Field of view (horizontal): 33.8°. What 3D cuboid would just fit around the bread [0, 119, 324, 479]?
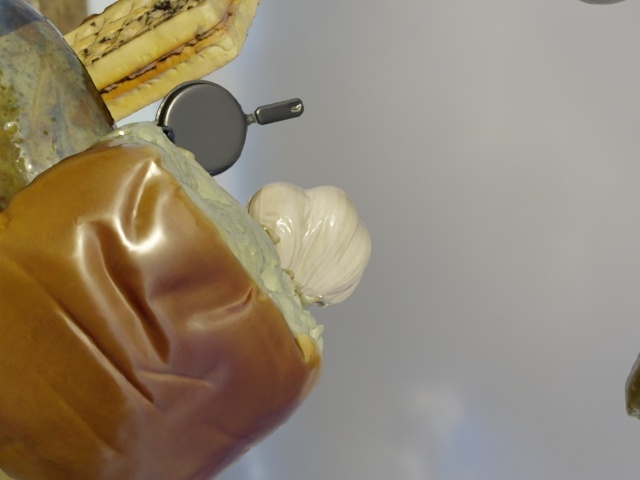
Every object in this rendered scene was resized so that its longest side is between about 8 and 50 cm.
[{"bbox_3d":[-0.150,0.063,0.794,0.279,0.250,0.225,50,8,-25],"label":"bread"}]

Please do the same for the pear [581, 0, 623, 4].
[{"bbox_3d":[0.381,-0.425,1.439,0.209,0.209,0.209,176,-90,-78],"label":"pear"}]

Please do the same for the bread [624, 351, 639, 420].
[{"bbox_3d":[0.590,0.241,1.345,0.394,0.250,0.361,18,-21,42],"label":"bread"}]

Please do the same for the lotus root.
[{"bbox_3d":[-0.415,-0.168,1.375,0.346,0.250,0.250,59,-19,13],"label":"lotus root"}]

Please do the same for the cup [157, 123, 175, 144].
[{"bbox_3d":[-0.229,-0.037,1.242,0.176,0.169,0.223,37,68,-77],"label":"cup"}]

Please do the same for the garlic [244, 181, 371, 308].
[{"bbox_3d":[0.000,0.000,1.584,0.229,0.142,0.178,40,37,-43],"label":"garlic"}]

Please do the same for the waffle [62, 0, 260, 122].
[{"bbox_3d":[-0.279,-0.293,1.615,0.114,0.376,0.261,57,24,-26],"label":"waffle"}]

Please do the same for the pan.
[{"bbox_3d":[-0.120,-0.167,1.476,0.028,0.235,0.136,4,-71,60],"label":"pan"}]
